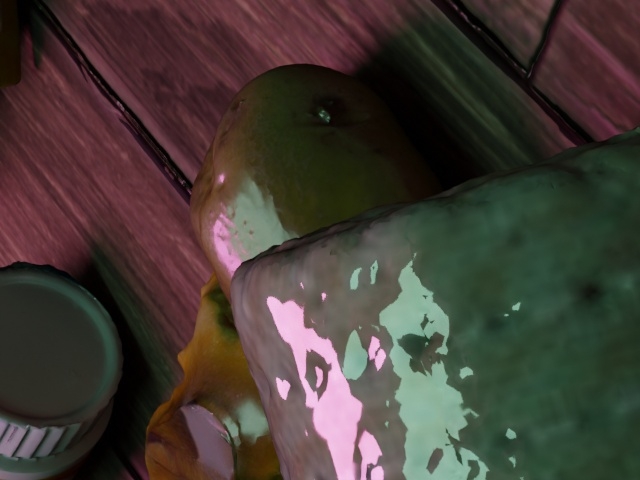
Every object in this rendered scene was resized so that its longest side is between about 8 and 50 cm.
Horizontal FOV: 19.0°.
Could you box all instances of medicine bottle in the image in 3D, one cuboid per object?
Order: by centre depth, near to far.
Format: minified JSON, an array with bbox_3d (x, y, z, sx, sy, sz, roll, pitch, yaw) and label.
[{"bbox_3d":[-0.268,0.157,1.523,0.158,0.158,0.318,59,144,18],"label":"medicine bottle"}]

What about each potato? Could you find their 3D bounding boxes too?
[{"bbox_3d":[0.004,-0.002,1.099,0.200,0.137,0.154,62,175,13],"label":"potato"}]

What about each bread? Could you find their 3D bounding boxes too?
[{"bbox_3d":[-0.051,0.145,1.283,0.161,0.088,0.233,42,135,40],"label":"bread"}]

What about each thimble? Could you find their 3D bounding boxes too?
[{"bbox_3d":[0.117,0.057,0.856,0.291,0.291,0.195,-15,92,56],"label":"thimble"}]

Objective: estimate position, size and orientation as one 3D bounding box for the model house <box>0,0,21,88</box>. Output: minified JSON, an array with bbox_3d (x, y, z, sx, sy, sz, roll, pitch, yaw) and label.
[{"bbox_3d":[-0.401,-0.206,1.432,0.340,0.300,0.323,53,132,16],"label":"model house"}]
